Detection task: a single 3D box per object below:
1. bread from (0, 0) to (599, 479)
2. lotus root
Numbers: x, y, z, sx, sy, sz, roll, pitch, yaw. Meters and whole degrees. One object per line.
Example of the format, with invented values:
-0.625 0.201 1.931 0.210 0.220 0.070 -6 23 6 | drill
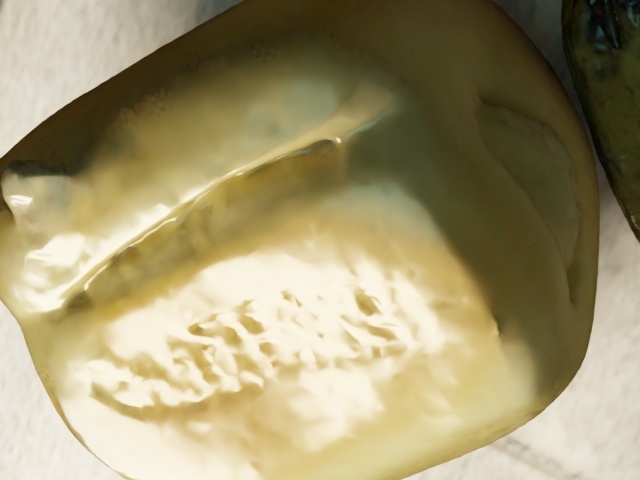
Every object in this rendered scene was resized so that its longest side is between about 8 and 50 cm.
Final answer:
0.000 0.000 1.255 0.376 0.253 0.348 -29 104 31 | bread
0.226 -0.090 1.222 0.110 0.097 0.258 -5 116 31 | lotus root
